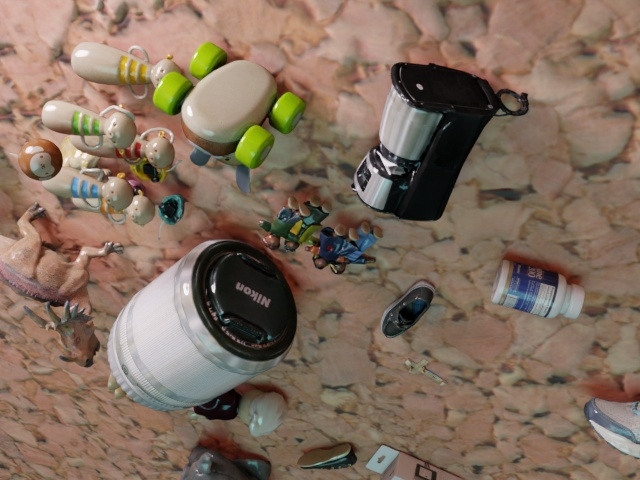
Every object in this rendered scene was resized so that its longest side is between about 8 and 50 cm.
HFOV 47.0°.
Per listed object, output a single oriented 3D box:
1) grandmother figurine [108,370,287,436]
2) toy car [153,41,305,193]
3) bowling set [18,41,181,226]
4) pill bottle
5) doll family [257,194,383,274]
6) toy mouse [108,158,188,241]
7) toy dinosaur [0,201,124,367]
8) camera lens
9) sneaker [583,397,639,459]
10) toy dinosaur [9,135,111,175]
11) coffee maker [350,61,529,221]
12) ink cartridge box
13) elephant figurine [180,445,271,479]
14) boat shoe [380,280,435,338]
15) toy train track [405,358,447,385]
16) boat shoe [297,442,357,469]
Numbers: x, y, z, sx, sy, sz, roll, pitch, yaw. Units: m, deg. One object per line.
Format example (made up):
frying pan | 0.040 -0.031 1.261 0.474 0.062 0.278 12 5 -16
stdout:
grandmother figurine | -0.233 0.300 1.431 0.342 0.104 0.208 13 160 5
toy car | -0.130 -0.139 0.994 0.155 0.149 0.188 34 145 6
bowling set | -0.296 -0.109 1.004 0.154 0.200 0.287 13 123 5
pill bottle | 0.312 0.073 1.057 0.120 0.067 0.067 15 132 6
doll family | 0.000 0.000 1.102 0.193 0.076 0.111 29 128 -11
toy mouse | -0.258 -0.067 1.152 0.161 0.031 0.143 5 120 26
toy dinosaur | -0.472 0.064 1.235 0.296 0.200 0.127 30 132 -6
camera lens | -0.190 0.141 1.188 0.219 0.219 0.274 42 130 -17
sneaker | 0.557 0.274 1.139 0.283 0.110 0.122 12 114 6
toy dinosaur | -0.392 -0.119 1.163 0.183 0.053 0.092 -5 109 21
coffee maker | 0.143 -0.113 0.921 0.171 0.120 0.178 20 133 1
ink cartridge box | 0.181 0.487 1.463 0.180 0.060 0.104 24 133 -1
elephant figurine | -0.179 0.542 1.598 0.239 0.186 0.169 22 90 -14
boat shoe | 0.135 0.118 1.175 0.049 0.040 0.142 28 132 -5
toy train track | 0.183 0.232 1.275 0.083 0.014 0.048 31 132 -9
boat shoe | 0.012 0.448 1.497 0.133 0.049 0.042 -20 112 27
